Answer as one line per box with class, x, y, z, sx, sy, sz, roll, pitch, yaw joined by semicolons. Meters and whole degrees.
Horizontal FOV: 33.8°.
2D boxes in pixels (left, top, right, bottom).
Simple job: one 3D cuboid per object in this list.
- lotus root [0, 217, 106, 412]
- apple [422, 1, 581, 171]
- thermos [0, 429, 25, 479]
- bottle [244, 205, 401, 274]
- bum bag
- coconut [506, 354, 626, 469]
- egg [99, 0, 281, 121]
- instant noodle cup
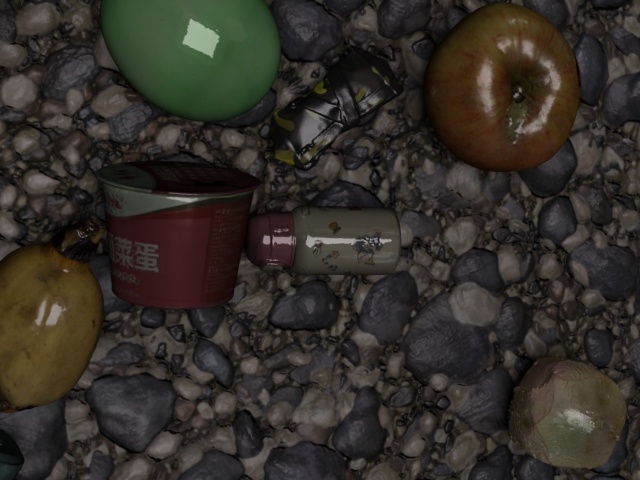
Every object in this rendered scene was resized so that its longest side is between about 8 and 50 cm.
lotus root;-0.392;0.096;1.484;0.182;0.183;0.310;22;107;-14
apple;0.276;-0.232;1.621;0.260;0.194;0.261;-2;98;-12
thermos;-0.570;0.386;1.507;0.182;0.145;0.286;34;88;18
bottle;0.000;0.000;1.618;0.233;0.110;0.110;0;95;-14
bum bag;0.017;-0.203;1.629;0.232;0.060;0.107;-39;93;-9
coconut;0.400;0.280;1.698;0.194;0.194;0.194;-1;95;-13
egg;-0.183;-0.290;1.491;0.269;0.220;0.220;38;86;-2
instant noodle cup;-0.207;-0.010;1.517;0.234;0.235;0.178;2;103;-14
